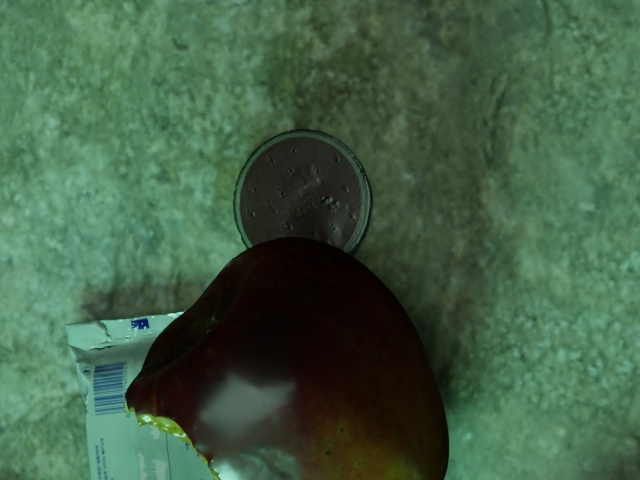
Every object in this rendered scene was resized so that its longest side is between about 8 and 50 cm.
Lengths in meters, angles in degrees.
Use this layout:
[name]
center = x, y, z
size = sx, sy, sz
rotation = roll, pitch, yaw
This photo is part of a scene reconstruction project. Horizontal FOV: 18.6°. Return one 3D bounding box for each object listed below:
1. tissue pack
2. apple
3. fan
[tissue pack]
center = -0.086, 0.137, 1.130
size = 0.122, 0.026, 0.193
rotation = -8, 86, 23
[apple]
center = -0.006, 0.088, 1.033
size = 0.158, 0.156, 0.147
rotation = 44, 109, -13
[fan]
center = 0.000, 0.000, 1.107
size = 0.085, 0.005, 0.133
rotation = -32, 77, 19
